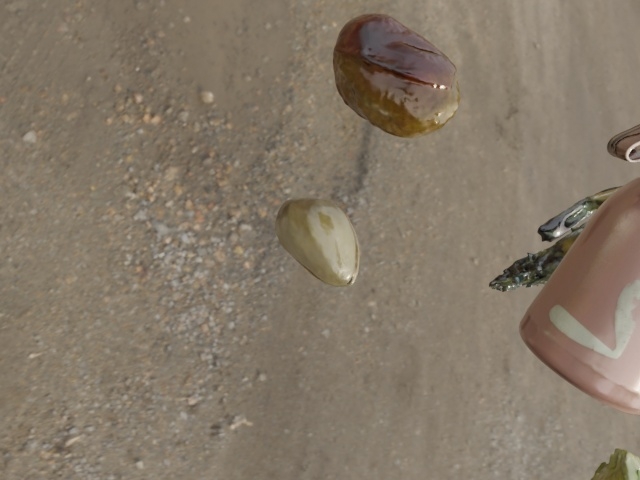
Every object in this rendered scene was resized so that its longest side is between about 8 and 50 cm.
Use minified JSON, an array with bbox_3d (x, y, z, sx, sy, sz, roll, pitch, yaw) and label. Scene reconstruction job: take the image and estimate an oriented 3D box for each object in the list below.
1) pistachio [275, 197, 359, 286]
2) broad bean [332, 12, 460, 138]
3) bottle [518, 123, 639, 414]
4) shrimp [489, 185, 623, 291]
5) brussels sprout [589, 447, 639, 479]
[{"bbox_3d":[0.000,0.000,1.407,0.124,0.124,0.184,-12,66,-45],"label":"pistachio"},{"bbox_3d":[0.110,-0.243,1.210,0.156,0.122,0.228,-33,66,-21],"label":"broad bean"},{"bbox_3d":[0.352,0.022,0.891,0.207,0.296,0.173,27,16,-13],"label":"bottle"},{"bbox_3d":[0.547,-0.018,1.728,0.085,0.445,0.272,59,3,-19],"label":"shrimp"},{"bbox_3d":[0.530,0.458,1.427,0.101,0.139,0.180,19,92,-5],"label":"brussels sprout"}]
